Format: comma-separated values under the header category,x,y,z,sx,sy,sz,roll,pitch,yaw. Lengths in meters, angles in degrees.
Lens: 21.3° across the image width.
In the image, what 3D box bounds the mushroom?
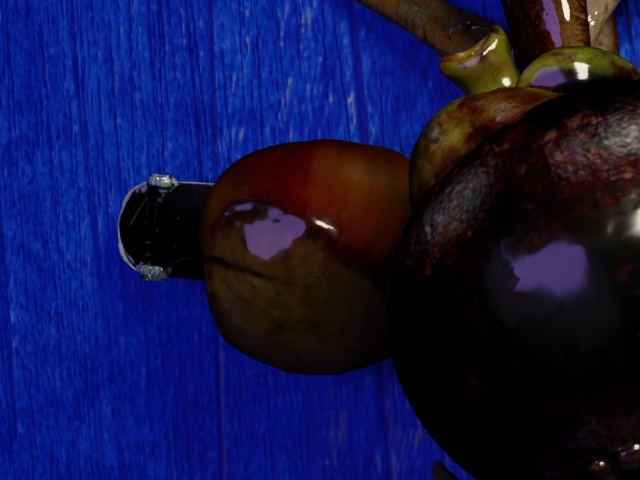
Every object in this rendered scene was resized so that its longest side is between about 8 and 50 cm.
category,x,y,z,sx,sy,sz,roll,pitch,yaw
mushroom,0.229,-0.222,1.212,0.217,0.148,0.227,-22,82,18

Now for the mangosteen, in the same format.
category,x,y,z,sx,sy,sz,roll,pitch,yaw
mangosteen,0.185,0.028,1.077,0.297,0.297,0.313,-57,13,22

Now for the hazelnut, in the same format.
category,x,y,z,sx,sy,sz,roll,pitch,yaw
hazelnut,0.000,0.000,1.344,0.208,0.208,0.208,-4,84,40

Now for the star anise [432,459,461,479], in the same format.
category,x,y,z,sx,sy,sz,roll,pitch,yaw
star anise,0.189,0.291,1.198,0.292,0.109,0.350,11,106,20

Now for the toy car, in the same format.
category,x,y,z,sx,sy,sz,roll,pitch,yaw
toy car,-0.096,-0.007,1.493,0.205,0.056,0.095,5,91,40

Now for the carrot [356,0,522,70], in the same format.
category,x,y,z,sx,sy,sz,roll,pitch,yaw
carrot,0.073,-0.184,1.377,0.254,0.049,0.049,34,108,41
